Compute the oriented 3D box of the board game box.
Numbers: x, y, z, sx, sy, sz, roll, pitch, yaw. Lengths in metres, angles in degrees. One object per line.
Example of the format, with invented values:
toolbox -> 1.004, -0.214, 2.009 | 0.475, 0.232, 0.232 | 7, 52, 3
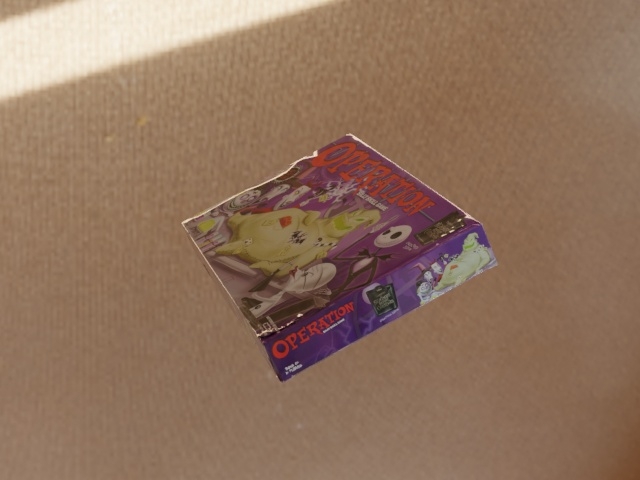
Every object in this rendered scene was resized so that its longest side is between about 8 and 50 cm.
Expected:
board game box -> 0.000, 0.000, 1.144 | 0.208, 0.347, 0.056 | -25, 112, -9
